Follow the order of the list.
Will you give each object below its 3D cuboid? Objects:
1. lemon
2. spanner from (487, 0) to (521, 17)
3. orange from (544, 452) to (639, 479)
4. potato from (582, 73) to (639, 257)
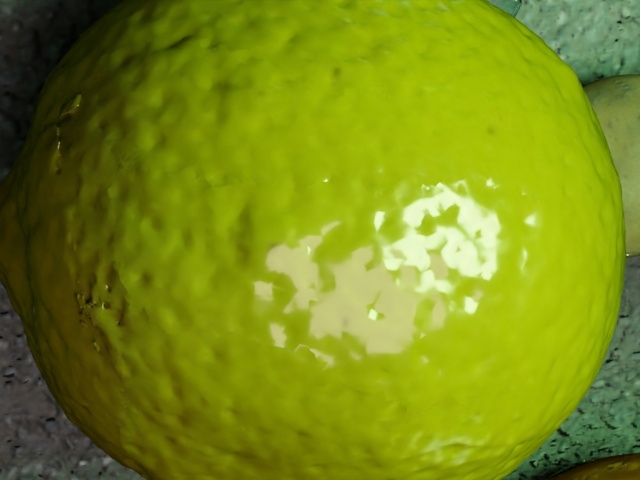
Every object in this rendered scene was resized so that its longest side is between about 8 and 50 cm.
[{"bbox_3d":[-0.002,-0.001,0.959,0.336,0.336,0.336,-8,118,-15],"label":"lemon"},{"bbox_3d":[0.134,-0.227,1.044,0.095,0.040,0.325,18,108,-24],"label":"spanner"},{"bbox_3d":[0.224,0.264,1.212,0.246,0.246,0.246,-8,118,-15],"label":"orange"},{"bbox_3d":[0.193,-0.044,1.120,0.147,0.112,0.112,-30,121,6],"label":"potato"}]
